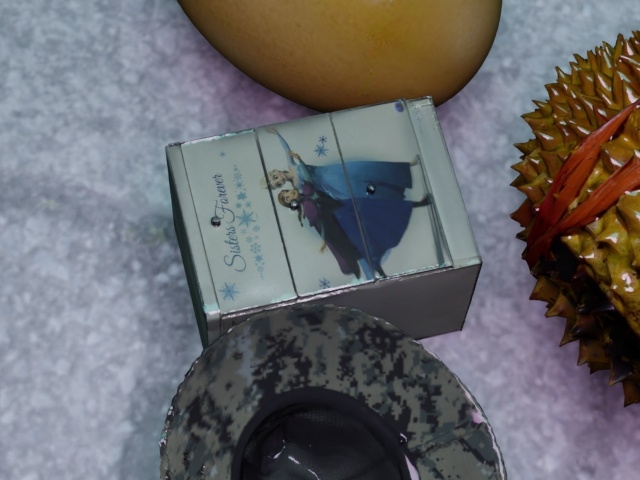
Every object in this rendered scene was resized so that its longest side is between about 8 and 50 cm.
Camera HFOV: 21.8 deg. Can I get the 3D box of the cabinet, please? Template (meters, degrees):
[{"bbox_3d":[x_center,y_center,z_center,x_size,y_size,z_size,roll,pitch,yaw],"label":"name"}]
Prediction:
[{"bbox_3d":[0.000,0.000,1.266,0.206,0.150,0.145,-12,65,-7],"label":"cabinet"}]

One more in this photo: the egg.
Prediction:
[{"bbox_3d":[0.008,-0.236,1.320,0.250,0.250,0.322,-36,73,-16],"label":"egg"}]

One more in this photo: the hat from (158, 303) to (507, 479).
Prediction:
[{"bbox_3d":[0.002,0.187,1.190,0.265,0.128,0.266,4,69,-10],"label":"hat"}]

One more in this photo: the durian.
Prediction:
[{"bbox_3d":[0.311,-0.001,1.181,0.384,0.348,0.348,26,67,22],"label":"durian"}]
